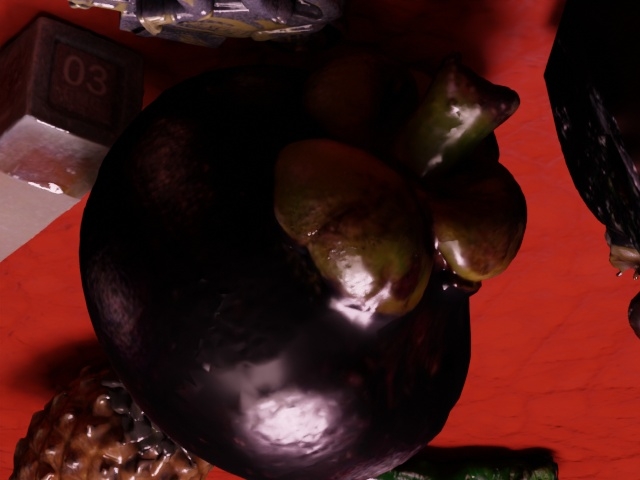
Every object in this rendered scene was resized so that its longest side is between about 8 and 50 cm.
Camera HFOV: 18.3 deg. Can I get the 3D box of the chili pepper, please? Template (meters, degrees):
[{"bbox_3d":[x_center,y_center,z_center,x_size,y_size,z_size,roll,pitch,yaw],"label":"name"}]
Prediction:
[{"bbox_3d":[0.096,0.216,1.731,0.224,0.061,0.098,1,158,0],"label":"chili pepper"}]

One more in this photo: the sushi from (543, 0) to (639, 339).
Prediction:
[{"bbox_3d":[0.267,-0.030,1.140,0.227,0.215,0.212,-14,158,-10],"label":"sushi"}]

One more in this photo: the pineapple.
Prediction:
[{"bbox_3d":[-0.135,0.143,1.546,0.157,0.158,0.279,17,136,-23],"label":"pineapple"}]

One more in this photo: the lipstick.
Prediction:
[{"bbox_3d":[-0.243,-0.025,1.307,0.079,0.076,0.371,20,148,-30],"label":"lipstick"}]

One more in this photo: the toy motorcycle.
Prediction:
[{"bbox_3d":[-0.056,-0.145,1.078,0.193,0.061,0.124,12,157,-26],"label":"toy motorcycle"}]

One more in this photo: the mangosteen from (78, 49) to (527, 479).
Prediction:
[{"bbox_3d":[-0.004,0.000,1.166,0.233,0.287,0.287,32,165,29],"label":"mangosteen"}]
